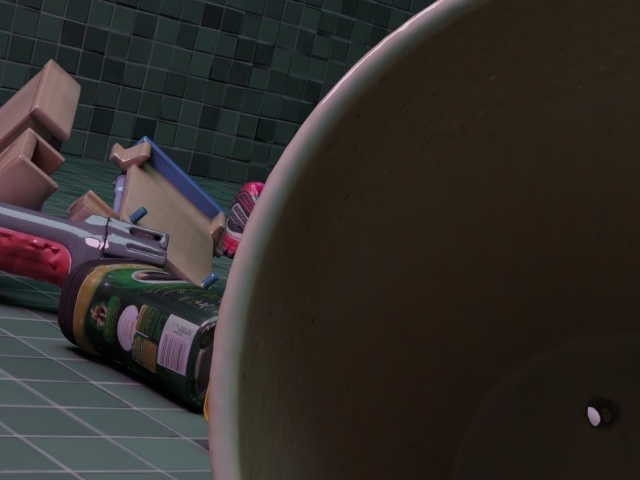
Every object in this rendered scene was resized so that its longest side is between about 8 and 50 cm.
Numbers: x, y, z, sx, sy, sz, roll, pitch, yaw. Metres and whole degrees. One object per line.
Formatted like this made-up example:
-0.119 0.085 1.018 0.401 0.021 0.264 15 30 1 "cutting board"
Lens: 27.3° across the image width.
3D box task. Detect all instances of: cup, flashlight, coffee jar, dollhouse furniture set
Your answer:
0.136 0.088 0.503 0.331 0.331 0.237 14 -20 9 "cup"
-0.294 0.012 1.168 0.304 0.103 0.103 17 27 -13 "flashlight"
-0.121 0.069 1.032 0.096 0.079 0.184 3 12 -46 "coffee jar"
-0.253 0.014 1.393 0.303 0.198 0.286 43 17 -23 "dollhouse furniture set"

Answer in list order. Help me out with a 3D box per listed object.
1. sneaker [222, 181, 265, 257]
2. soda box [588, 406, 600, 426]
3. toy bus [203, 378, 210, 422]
0.000 0.000 1.875 0.299 0.112 0.121 15 6 17 "sneaker"
0.265 0.181 0.741 0.098 0.091 0.286 11 6 -35 "soda box"
0.066 0.104 0.886 0.220 0.149 0.211 13 -8 31 "toy bus"
